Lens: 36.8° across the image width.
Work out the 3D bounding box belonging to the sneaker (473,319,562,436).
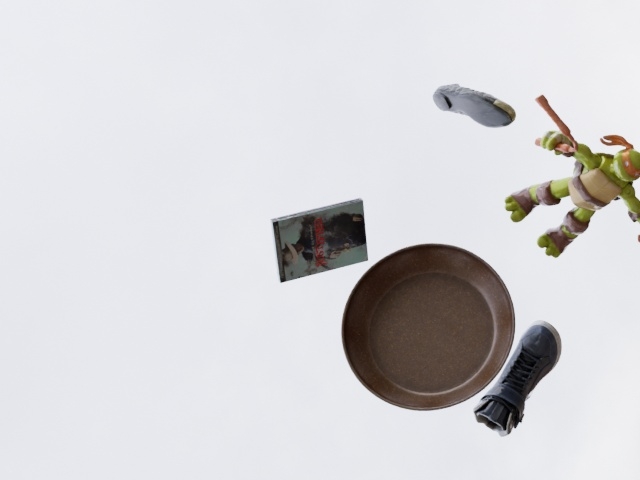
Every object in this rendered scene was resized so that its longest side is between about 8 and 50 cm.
[{"bbox_3d":[0.369,0.267,1.806,0.163,0.086,0.226,-37,-29,-47],"label":"sneaker"}]

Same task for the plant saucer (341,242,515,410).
[{"bbox_3d":[0.123,0.100,1.095,0.198,0.198,0.036,-68,-23,-16],"label":"plant saucer"}]

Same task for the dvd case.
[{"bbox_3d":[0.000,0.000,1.190,0.119,0.013,0.087,-13,-63,-15],"label":"dvd case"}]

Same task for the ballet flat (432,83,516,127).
[{"bbox_3d":[0.224,-0.202,1.383,0.049,0.173,0.057,-36,-58,-14],"label":"ballet flat"}]

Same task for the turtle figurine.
[{"bbox_3d":[0.335,-0.074,1.231,0.269,0.217,0.087,36,-124,-11],"label":"turtle figurine"}]
